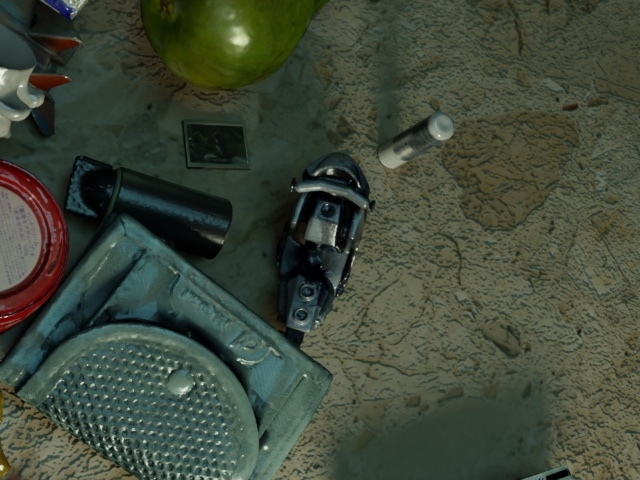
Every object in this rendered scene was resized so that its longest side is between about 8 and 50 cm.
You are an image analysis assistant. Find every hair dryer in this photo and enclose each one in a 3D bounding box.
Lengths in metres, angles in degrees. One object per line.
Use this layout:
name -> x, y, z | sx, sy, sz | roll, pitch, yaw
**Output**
hair dryer -> -0.225, 0.041, 1.463 | 0.195, 0.078, 0.248 | 17, 73, -21

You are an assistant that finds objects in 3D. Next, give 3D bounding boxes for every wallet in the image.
wallet -> -0.168, 0.158, 1.420 | 0.342, 0.075, 0.237 | 39, 78, -17

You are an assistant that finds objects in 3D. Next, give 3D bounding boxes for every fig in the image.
fig -> -0.084, -0.286, 1.554 | 0.314, 0.233, 0.233 | 18, 65, -46

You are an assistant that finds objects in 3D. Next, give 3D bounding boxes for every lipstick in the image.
lipstick -> 0.128, -0.134, 1.656 | 0.040, 0.141, 0.040 | 7, 74, -27

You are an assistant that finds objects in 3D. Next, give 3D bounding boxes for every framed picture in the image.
framed picture -> -0.133, -0.123, 1.591 | 0.089, 0.007, 0.066 | 0, 75, -28

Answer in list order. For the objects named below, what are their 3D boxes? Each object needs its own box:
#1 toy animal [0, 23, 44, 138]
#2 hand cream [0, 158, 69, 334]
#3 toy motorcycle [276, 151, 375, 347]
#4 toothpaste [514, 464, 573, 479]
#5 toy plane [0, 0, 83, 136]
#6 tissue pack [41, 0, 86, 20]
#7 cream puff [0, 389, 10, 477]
toy animal -> -0.395, -0.124, 1.341 | 0.131, 0.221, 0.104 | 31, 18, -26
hand cream -> -0.379, 0.011, 1.352 | 0.193, 0.125, 0.193 | 10, 68, -27
toy motorcycle -> 0.000, 0.000, 1.542 | 0.106, 0.159, 0.270 | 15, 65, -1
toothpaste -> 0.177, 0.362, 1.568 | 0.336, 0.081, 0.067 | -11, 77, -31
toy plane -> -0.417, -0.252, 1.408 | 0.326, 0.104, 0.223 | 28, 62, -35
tissue pack -> -0.345, -0.411, 1.455 | 0.270, 0.137, 0.209 | 37, 31, -12
cream puff -> -0.434, 0.208, 1.216 | 0.244, 0.196, 0.244 | 18, 43, -18
